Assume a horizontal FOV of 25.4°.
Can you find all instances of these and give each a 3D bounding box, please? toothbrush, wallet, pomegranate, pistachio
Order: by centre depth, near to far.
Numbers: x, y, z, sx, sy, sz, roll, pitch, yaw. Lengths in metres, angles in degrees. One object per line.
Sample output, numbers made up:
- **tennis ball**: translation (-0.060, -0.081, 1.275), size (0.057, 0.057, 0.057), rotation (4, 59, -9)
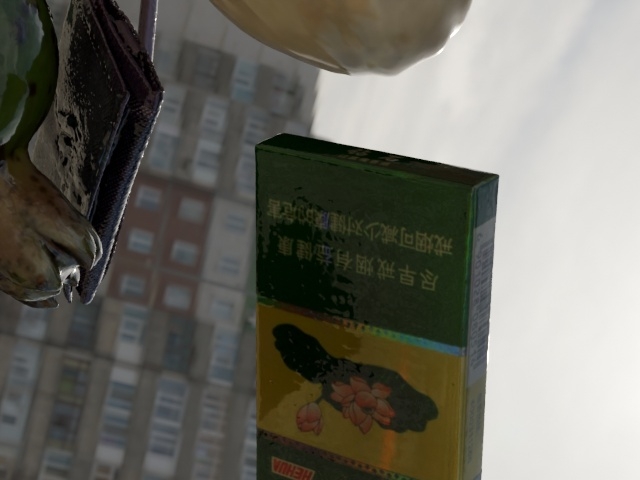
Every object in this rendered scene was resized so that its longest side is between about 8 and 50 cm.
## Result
- **pomegranate**: translation (-0.213, -0.068, 0.759), size (0.202, 0.248, 0.202), rotation (-44, 180, 0)
- **wallet**: translation (-0.134, -0.057, 0.819), size (0.111, 0.030, 0.166), rotation (65, -36, 38)
- **pistachio**: translation (-0.022, -0.254, 1.081), size (0.214, 0.318, 0.193), rotation (-33, -157, 48)
- **toothbrush**: translation (-0.157, -0.326, 1.413), size (0.024, 0.029, 0.354), rotation (-19, 117, -73)

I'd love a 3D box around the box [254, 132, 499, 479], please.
- **box**: translation (0.025, 0.068, 0.753), size (0.034, 0.132, 0.235), rotation (-28, 123, -53)
